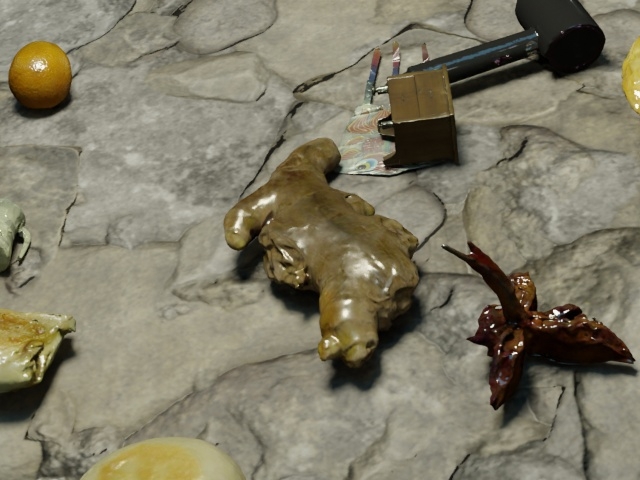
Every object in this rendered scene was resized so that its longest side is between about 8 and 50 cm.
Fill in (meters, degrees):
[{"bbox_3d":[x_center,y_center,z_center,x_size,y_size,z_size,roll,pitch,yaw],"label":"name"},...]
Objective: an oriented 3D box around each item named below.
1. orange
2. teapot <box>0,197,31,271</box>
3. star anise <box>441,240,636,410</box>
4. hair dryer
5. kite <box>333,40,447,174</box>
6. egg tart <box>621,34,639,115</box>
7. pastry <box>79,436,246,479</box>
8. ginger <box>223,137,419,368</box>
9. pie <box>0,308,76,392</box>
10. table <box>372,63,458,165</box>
[{"bbox_3d":[-0.336,-0.199,1.814,0.085,0.085,0.085,-7,41,6],"label":"orange"},{"bbox_3d":[-0.344,-0.007,1.620,0.067,0.057,0.083,28,39,-11],"label":"teapot"},{"bbox_3d":[0.183,0.053,1.349,0.140,0.144,0.158,-20,40,-20],"label":"star anise"},{"bbox_3d":[0.186,-0.215,1.707,0.248,0.070,0.114,-20,42,-3],"label":"hair dryer"},{"bbox_3d":[0.087,-0.148,1.697,0.127,0.016,0.229,1,46,11],"label":"kite"},{"bbox_3d":[0.427,-0.153,1.542,0.241,0.106,0.241,-6,43,5],"label":"egg tart"},{"bbox_3d":[-0.137,0.227,1.270,0.156,0.092,0.156,-6,35,4],"label":"pastry"},{"bbox_3d":[0.001,0.001,1.496,0.166,0.080,0.333,-14,43,-18],"label":"ginger"},{"bbox_3d":[-0.381,0.104,1.486,0.282,0.068,0.128,0,31,14],"label":"pie"},{"bbox_3d":[0.101,-0.131,1.614,0.082,0.070,0.083,-8,46,4],"label":"table"}]
